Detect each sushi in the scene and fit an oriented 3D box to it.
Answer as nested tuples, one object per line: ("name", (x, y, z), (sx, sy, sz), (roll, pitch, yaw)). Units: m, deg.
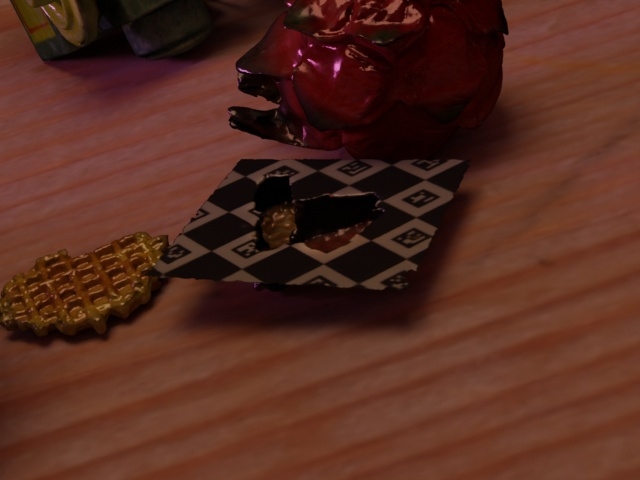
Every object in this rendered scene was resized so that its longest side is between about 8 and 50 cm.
("sushi", (0.000, 0.000, 0.720), (0.126, 0.026, 0.120), (1, 30, 22))

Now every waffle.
("waffle", (-0.116, 0.022, 0.750), (0.085, 0.016, 0.078), (-8, 29, 18))

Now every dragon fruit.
("dragon fruit", (0.028, -0.098, 0.789), (0.130, 0.121, 0.142), (11, -4, -14))

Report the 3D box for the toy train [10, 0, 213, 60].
("toy train", (-0.159, -0.240, 0.996), (0.159, 0.271, 0.188), (-31, 14, -20))
